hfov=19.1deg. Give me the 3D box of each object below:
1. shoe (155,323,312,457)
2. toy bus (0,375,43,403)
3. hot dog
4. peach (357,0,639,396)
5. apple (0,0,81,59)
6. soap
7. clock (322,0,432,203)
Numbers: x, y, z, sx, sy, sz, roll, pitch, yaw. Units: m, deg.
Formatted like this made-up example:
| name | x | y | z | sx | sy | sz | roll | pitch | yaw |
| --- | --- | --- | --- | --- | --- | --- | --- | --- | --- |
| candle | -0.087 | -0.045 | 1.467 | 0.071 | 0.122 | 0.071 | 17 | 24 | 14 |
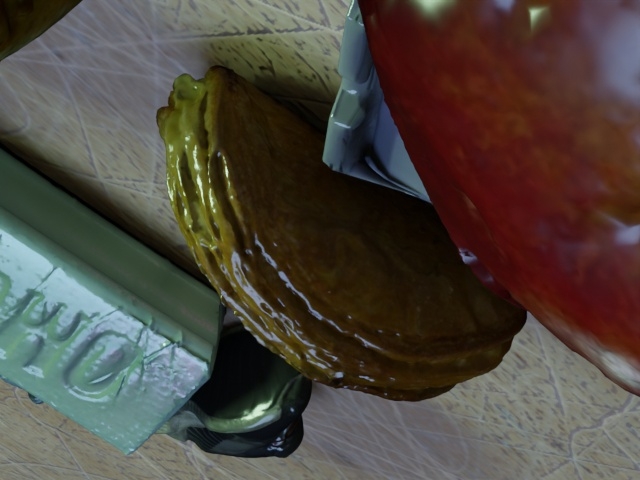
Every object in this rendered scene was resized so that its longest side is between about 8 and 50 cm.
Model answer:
| name | x | y | z | sx | sy | sz | roll | pitch | yaw |
| --- | --- | --- | --- | --- | --- | --- | --- | --- | --- |
| shoe | -0.060 | 0.138 | 1.603 | 0.112 | 0.099 | 0.227 | 35 | 156 | -29 |
| toy bus | -0.227 | 0.104 | 1.701 | 0.190 | 0.075 | 0.064 | 1 | 141 | 42 |
| hot dog | 0.000 | 0.000 | 1.244 | 0.272 | 0.196 | 0.122 | 32 | 109 | -16 |
| peach | 0.182 | -0.144 | 0.696 | 0.339 | 0.353 | 0.416 | -4 | 100 | 26 |
| apple | -0.204 | -0.252 | 0.773 | 0.374 | 0.374 | 0.384 | 27 | 165 | -1 |
| soap | -0.211 | 0.048 | 1.517 | 0.261 | 0.094 | 0.150 | 34 | 122 | -15 |
| clock | 0.101 | -0.080 | 1.085 | 0.186 | 0.083 | 0.253 | 23 | 152 | 7 |
